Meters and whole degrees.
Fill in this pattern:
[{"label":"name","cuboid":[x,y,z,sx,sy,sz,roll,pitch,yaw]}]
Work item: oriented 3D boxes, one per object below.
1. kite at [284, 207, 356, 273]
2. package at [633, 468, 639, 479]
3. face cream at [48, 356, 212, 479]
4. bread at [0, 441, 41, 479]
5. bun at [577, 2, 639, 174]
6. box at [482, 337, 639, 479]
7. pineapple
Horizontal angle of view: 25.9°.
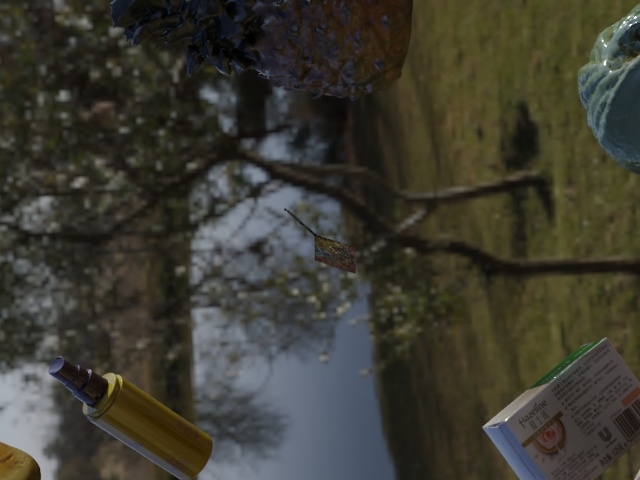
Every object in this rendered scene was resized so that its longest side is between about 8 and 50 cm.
[{"label":"kite","cuboid":[-0.003,0.003,1.109,0.002,0.078,0.044,-64,-6,34]},{"label":"package","cuboid":[0.275,0.171,1.095,0.029,0.059,0.083,-169,94,-78]},{"label":"face cream","cuboid":[-0.278,0.250,2.012,0.078,0.273,0.078,-36,32,26]},{"label":"bread","cuboid":[-0.413,0.298,1.551,0.305,0.142,0.091,-67,2,-77]},{"label":"bun","cuboid":[0.333,-0.160,1.313,0.118,0.195,0.195,38,-156,-34]},{"label":"box","cuboid":[0.331,0.238,1.821,0.135,0.199,0.081,55,156,2]},{"label":"pineapple","cuboid":[-0.039,-0.149,0.914,0.108,0.197,0.108,-176,90,-84]}]
